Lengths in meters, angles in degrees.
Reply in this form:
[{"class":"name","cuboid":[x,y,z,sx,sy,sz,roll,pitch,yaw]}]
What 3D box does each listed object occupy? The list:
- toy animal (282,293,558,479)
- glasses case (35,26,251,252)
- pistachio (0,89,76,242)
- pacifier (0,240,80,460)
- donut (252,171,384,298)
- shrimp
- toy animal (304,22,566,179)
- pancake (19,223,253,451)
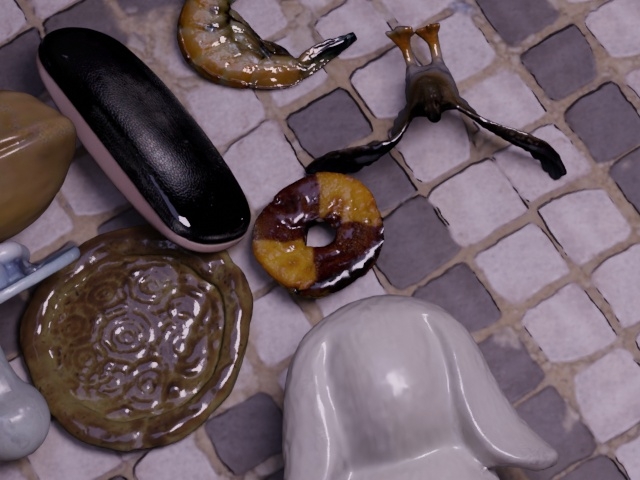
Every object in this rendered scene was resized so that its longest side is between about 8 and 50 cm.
[{"class":"toy animal","cuboid":[0.080,0.177,1.677,0.271,0.206,0.265,-13,72,3]},{"class":"glasses case","cuboid":[-0.190,-0.110,1.862,0.122,0.075,0.314,-16,59,-49]},{"class":"pistachio","cuboid":[-0.389,-0.060,1.830,0.293,0.181,0.162,-23,97,1]},{"class":"pacifier","cuboid":[-0.349,0.118,1.761,0.287,0.238,0.226,-27,92,-6]},{"class":"donut","cuboid":[0.000,0.000,1.831,0.140,0.059,0.140,-2,69,6]},{"class":"shrimp","cuboid":[-0.044,-0.285,1.958,0.198,0.051,0.262,15,74,4]},{"class":"toy animal","cuboid":[0.102,-0.148,1.818,0.272,0.197,0.160,-11,65,6]},{"class":"pancake","cuboid":[-0.195,0.097,1.828,0.250,0.031,0.250,-2,70,6]}]
